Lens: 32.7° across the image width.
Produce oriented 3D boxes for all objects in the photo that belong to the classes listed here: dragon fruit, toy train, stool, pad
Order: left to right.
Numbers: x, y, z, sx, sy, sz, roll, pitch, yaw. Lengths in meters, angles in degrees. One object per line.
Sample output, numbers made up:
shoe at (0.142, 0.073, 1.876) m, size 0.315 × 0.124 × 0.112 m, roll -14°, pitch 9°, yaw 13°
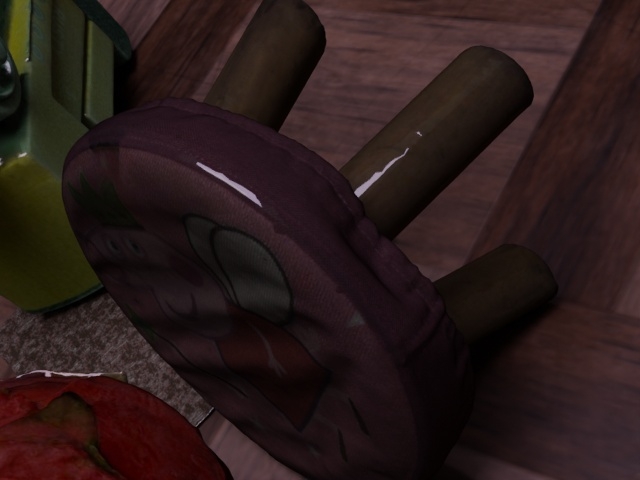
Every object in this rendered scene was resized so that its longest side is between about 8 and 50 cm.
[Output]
toy train at (-0.265, -0.137, 0.885) m, size 0.160 × 0.253 × 0.397 m, roll -29°, pitch 45°, yaw 17°
dragon fruit at (-0.147, 0.180, 0.585) m, size 0.244 × 0.244 × 0.299 m, roll -37°, pitch 30°, yaw -1°
pad at (-0.150, 0.073, 0.830) m, size 0.158 × 0.003 × 0.235 m, roll -47°, pitch 46°, yaw -10°
stool at (0.000, 0.000, 0.639) m, size 0.272 × 0.272 × 0.178 m, roll 21°, pitch 55°, yaw 40°
